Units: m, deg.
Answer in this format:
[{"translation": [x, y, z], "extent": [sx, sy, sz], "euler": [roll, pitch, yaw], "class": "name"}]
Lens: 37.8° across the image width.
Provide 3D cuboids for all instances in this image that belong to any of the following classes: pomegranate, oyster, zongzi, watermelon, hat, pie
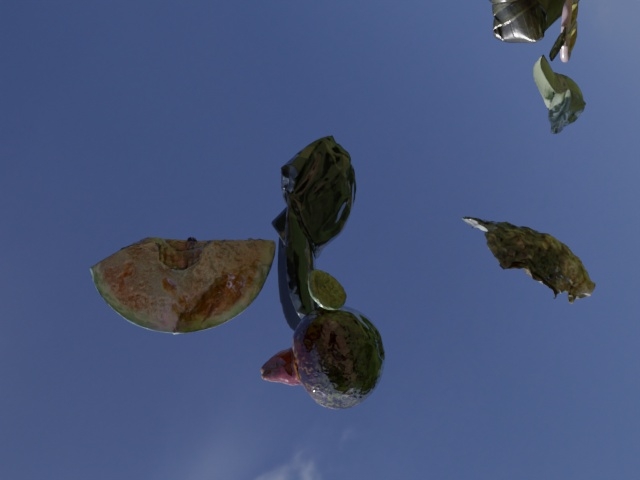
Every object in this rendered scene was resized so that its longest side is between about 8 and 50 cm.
[{"translation": [-0.001, 0.229, 1.810], "extent": [0.214, 0.248, 0.214], "euler": [-12, -90, -82], "class": "pomegranate"}, {"translation": [0.460, 0.025, 2.066], "extent": [0.271, 0.100, 0.275], "euler": [-4, -133, -45], "class": "oyster"}, {"translation": [0.540, -0.705, 2.423], "extent": [0.289, 0.154, 0.317], "euler": [-44, -59, -32], "class": "zongzi"}, {"translation": [-0.245, 0.084, 1.707], "extent": [0.322, 0.188, 0.175], "euler": [2, -94, -3], "class": "watermelon"}, {"translation": [0.000, 0.000, 2.024], "extent": [0.257, 0.366, 0.381], "euler": [-22, -98, -9], "class": "hat"}, {"translation": [0.010, 0.086, 1.593], "extent": [0.084, 0.021, 0.084], "euler": [29, -144, -24], "class": "pie"}, {"translation": [0.509, -0.321, 2.011], "extent": [0.122, 0.081, 0.166], "euler": [66, 179, -89], "class": "hat"}]

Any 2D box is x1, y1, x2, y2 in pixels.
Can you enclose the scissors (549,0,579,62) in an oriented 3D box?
[{"translation": [0.552, -0.461, 2.115], "extent": [0.317, 0.024, 0.160], "euler": [-51, -37, -53], "class": "scissors"}]
